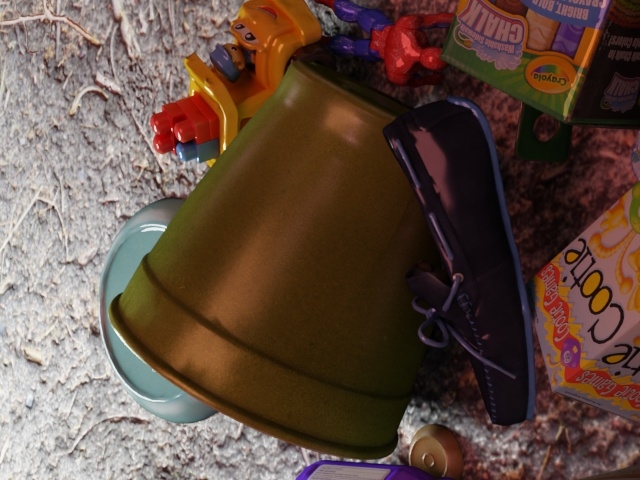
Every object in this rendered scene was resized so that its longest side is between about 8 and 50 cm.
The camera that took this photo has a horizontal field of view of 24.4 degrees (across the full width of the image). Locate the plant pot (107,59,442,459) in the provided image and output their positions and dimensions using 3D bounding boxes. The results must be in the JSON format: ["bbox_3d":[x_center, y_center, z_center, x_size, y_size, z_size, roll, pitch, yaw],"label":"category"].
[{"bbox_3d":[0.000,0.000,1.670,0.366,0.366,0.353,35,104,37],"label":"plant pot"}]

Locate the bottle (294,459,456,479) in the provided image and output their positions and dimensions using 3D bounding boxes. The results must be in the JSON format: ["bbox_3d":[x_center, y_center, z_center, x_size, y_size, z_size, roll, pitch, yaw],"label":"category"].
[{"bbox_3d":[0.092,0.321,1.732,0.283,0.092,0.118,-3,119,43],"label":"bottle"}]

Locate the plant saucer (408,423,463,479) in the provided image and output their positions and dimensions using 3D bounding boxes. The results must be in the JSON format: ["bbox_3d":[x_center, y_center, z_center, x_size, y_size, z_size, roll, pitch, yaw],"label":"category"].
[{"bbox_3d":[0.132,0.259,1.754,0.083,0.015,0.083,2,93,44],"label":"plant saucer"}]

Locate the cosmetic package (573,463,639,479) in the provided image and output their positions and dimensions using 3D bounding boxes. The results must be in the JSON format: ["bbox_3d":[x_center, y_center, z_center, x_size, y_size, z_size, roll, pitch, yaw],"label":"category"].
[{"bbox_3d":[0.299,0.282,1.401,0.153,0.296,0.129,-17,79,42],"label":"cosmetic package"}]

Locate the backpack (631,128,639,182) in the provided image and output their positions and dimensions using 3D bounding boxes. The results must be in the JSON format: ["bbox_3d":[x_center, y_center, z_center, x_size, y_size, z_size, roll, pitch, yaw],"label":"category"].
[{"bbox_3d":[0.363,-0.090,1.468,0.105,0.084,0.114,55,129,31],"label":"backpack"}]

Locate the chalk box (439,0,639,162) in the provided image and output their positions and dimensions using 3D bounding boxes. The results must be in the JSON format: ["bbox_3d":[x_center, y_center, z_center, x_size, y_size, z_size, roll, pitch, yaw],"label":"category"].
[{"bbox_3d":[0.258,-0.220,1.498,0.179,0.180,0.289,35,114,37],"label":"chalk box"}]

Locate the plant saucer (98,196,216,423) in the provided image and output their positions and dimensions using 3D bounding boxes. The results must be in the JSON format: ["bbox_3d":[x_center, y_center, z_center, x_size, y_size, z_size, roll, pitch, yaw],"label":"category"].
[{"bbox_3d":[-0.217,0.099,2.066,0.317,0.043,0.318,3,95,44],"label":"plant saucer"}]

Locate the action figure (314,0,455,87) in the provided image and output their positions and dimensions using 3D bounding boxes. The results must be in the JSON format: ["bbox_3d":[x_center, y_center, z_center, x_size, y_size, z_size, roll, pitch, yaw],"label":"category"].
[{"bbox_3d":[0.101,-0.232,1.724,0.280,0.139,0.091,-142,58,-61],"label":"action figure"}]

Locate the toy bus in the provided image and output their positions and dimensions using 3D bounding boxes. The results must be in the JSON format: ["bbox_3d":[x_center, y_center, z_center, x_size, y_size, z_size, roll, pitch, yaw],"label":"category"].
[{"bbox_3d":[-0.102,-0.177,1.790,0.149,0.211,0.220,51,149,44],"label":"toy bus"}]

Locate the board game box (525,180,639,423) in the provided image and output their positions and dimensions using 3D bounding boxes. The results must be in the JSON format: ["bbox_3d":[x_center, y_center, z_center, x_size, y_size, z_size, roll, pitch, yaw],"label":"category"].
[{"bbox_3d":[0.347,0.035,1.419,0.275,0.142,0.144,-47,36,35],"label":"board game box"}]

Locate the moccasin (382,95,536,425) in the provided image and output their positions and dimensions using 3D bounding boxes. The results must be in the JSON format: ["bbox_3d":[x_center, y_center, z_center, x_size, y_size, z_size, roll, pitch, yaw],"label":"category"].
[{"bbox_3d":[0.139,0.027,1.523,0.138,0.116,0.342,-158,55,-85],"label":"moccasin"}]
